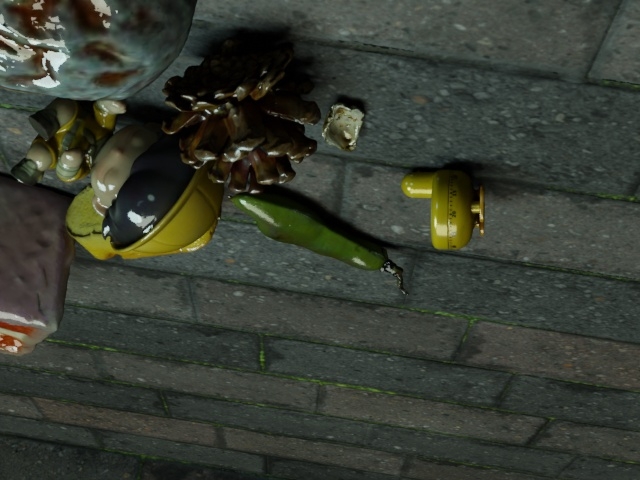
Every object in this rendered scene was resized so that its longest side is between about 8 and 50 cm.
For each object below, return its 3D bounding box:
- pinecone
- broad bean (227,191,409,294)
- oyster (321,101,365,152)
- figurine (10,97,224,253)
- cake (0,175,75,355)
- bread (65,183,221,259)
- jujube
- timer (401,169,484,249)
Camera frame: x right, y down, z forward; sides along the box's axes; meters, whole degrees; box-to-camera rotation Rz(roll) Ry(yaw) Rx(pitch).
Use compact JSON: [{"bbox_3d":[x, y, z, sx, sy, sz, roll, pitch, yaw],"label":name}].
[{"bbox_3d":[-0.087,-0.138,1.250,0.179,0.150,0.195,-6,155,18],"label":"pinecone"},{"bbox_3d":[0.001,-0.008,1.611,0.325,0.067,0.075,22,-177,-30],"label":"broad bean"},{"bbox_3d":[0.027,-0.141,1.344,0.051,0.034,0.093,-2,147,-14],"label":"oyster"},{"bbox_3d":[-0.244,-0.091,1.397,0.257,0.192,0.167,33,-177,4],"label":"figurine"},{"bbox_3d":[-0.542,0.024,1.677,0.309,0.230,0.237,20,151,-18],"label":"cake"},{"bbox_3d":[-0.257,-0.030,1.601,0.246,0.102,0.094,-6,149,28],"label":"bread"},{"bbox_3d":[-0.267,-0.240,1.011,0.308,0.215,0.246,10,156,-4],"label":"jujube"},{"bbox_3d":[0.158,-0.042,1.422,0.109,0.107,0.107,1,154,9],"label":"timer"}]
